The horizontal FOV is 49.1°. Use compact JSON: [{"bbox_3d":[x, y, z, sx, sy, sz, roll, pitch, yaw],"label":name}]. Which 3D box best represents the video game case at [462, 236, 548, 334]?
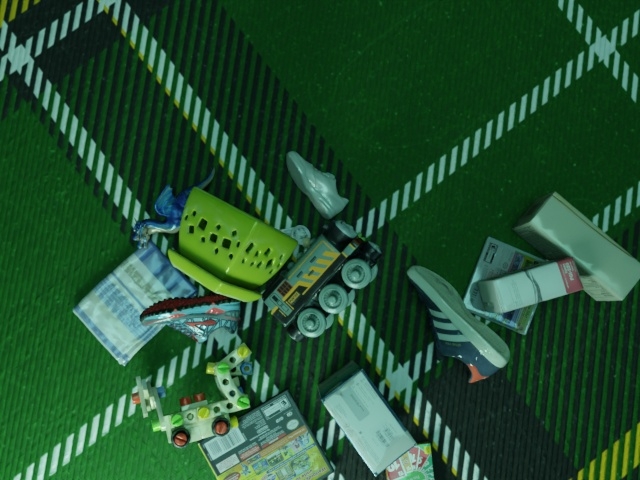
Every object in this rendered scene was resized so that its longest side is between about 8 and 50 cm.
[{"bbox_3d":[0.505,0.123,1.907,0.193,0.023,0.212,23,83,0],"label":"video game case"}]

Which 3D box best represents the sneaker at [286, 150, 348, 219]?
[{"bbox_3d":[-0.008,-0.164,1.900,0.094,0.080,0.212,-37,94,-17],"label":"sneaker"}]

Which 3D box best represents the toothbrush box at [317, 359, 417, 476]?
[{"bbox_3d":[0.105,0.425,1.728,0.126,0.295,0.216,-36,86,-6],"label":"toothbrush box"}]

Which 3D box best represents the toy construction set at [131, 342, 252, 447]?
[{"bbox_3d":[-0.318,0.400,1.786,0.328,0.151,0.215,-13,84,-3],"label":"toy construction set"}]

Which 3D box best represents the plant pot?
[{"bbox_3d":[-0.231,0.022,1.766,0.228,0.227,0.207,29,90,29],"label":"plant pot"}]

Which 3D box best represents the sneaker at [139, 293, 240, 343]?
[{"bbox_3d":[-0.332,0.213,1.813,0.262,0.104,0.125,-5,102,-16],"label":"sneaker"}]

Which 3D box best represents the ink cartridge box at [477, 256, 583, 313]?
[{"bbox_3d":[0.538,0.117,1.817,0.218,0.158,0.092,-17,86,-4],"label":"ink cartridge box"}]

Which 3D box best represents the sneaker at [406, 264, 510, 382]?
[{"bbox_3d":[0.327,0.226,1.848,0.350,0.131,0.148,49,116,16],"label":"sneaker"}]

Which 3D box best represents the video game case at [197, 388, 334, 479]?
[{"bbox_3d":[-0.143,0.565,1.837,0.275,0.035,0.248,-30,86,-5],"label":"video game case"}]

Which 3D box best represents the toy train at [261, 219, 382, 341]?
[{"bbox_3d":[0.003,0.104,1.809,0.190,0.142,0.334,43,104,7],"label":"toy train"}]

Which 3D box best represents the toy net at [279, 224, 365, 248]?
[{"bbox_3d":[0.000,0.000,1.890,0.232,0.045,0.122,18,85,0],"label":"toy net"}]

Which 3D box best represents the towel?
[{"bbox_3d":[-0.490,0.163,1.865,0.285,0.034,0.209,-44,85,-7],"label":"towel"}]

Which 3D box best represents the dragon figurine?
[{"bbox_3d":[-0.389,-0.097,1.858,0.144,0.085,0.289,25,83,-5],"label":"dragon figurine"}]

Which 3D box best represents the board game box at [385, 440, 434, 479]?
[{"bbox_3d":[0.241,0.668,1.842,0.124,0.039,0.259,-6,87,-2],"label":"board game box"}]

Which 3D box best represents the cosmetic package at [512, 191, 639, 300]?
[{"bbox_3d":[0.678,0.020,1.856,0.309,0.160,0.113,40,84,1],"label":"cosmetic package"}]
